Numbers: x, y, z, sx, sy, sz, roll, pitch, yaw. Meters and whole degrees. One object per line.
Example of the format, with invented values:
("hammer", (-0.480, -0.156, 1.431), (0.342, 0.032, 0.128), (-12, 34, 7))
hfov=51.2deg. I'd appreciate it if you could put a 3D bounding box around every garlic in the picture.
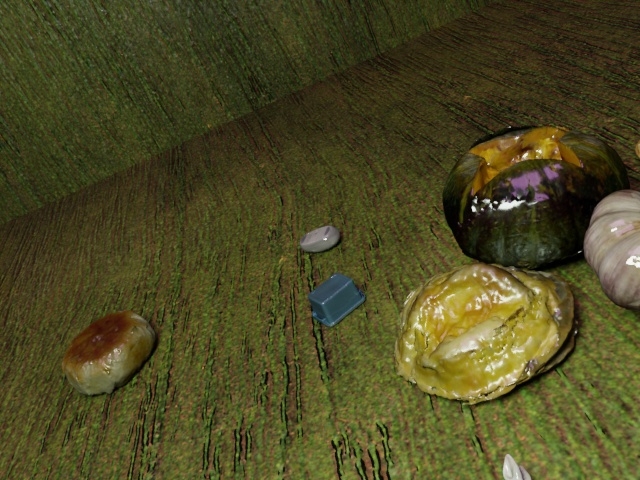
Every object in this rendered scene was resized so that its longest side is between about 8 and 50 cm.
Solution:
("garlic", (0.491, 0.032, 0.933), (0.245, 0.160, 0.244), (-1, 34, 0))

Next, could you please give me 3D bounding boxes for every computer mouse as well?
("computer mouse", (0.002, 0.002, 1.486), (0.096, 0.039, 0.066), (-19, 28, 28))

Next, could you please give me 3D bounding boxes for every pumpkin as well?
("pumpkin", (0.366, -0.078, 1.156), (0.321, 0.192, 0.320), (-19, 23, 8))

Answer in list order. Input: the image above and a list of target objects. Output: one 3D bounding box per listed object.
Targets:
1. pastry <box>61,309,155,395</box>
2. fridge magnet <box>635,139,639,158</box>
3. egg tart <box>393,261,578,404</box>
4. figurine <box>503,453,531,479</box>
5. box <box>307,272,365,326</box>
("pastry", (-0.441, 0.230, 1.394), (0.182, 0.093, 0.192), (5, 40, 40))
("fridge magnet", (0.665, -0.187, 1.250), (0.143, 0.063, 0.143), (-22, 26, 12))
("egg tart", (0.235, 0.116, 1.026), (0.297, 0.132, 0.297), (-24, 30, 14))
("figurine", (0.214, 0.316, 0.741), (0.098, 0.081, 0.146), (-27, 29, -2))
("box", (0.026, 0.108, 1.268), (0.099, 0.054, 0.074), (-37, 29, -20))
